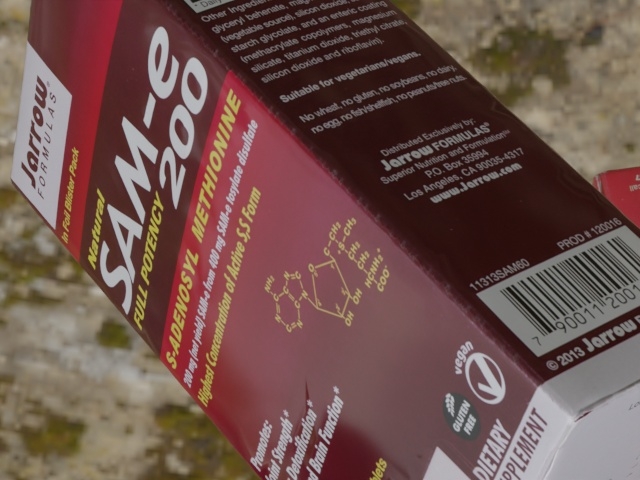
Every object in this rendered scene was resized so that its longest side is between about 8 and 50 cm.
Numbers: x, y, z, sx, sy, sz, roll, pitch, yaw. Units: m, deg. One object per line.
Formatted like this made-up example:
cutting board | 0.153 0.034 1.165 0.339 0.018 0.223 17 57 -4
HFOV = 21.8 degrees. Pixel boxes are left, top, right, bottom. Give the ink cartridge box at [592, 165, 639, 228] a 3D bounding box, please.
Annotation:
ink cartridge box | 0.188 0.055 0.689 0.127 0.175 0.072 -7 154 -2

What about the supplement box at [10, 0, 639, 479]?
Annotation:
supplement box | 0.000 0.000 0.512 0.073 0.239 0.130 -22 145 -34
